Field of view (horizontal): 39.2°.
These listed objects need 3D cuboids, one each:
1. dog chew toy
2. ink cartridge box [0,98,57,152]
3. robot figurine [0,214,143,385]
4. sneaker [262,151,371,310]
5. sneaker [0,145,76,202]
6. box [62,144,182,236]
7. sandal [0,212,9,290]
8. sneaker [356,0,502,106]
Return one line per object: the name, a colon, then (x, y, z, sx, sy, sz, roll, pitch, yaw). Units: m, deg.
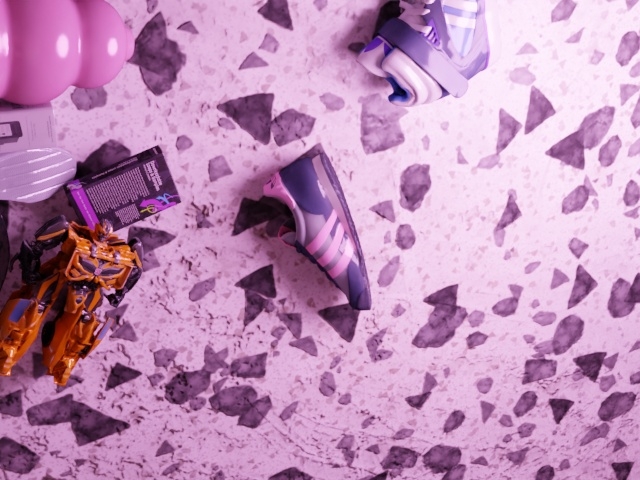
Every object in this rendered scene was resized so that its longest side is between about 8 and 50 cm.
dog chew toy: (-0.417, -0.272, 1.212, 0.332, 0.207, 0.206, -5, 115, -29)
ink cartridge box: (-0.462, -0.170, 1.284, 0.151, 0.109, 0.063, -9, 118, -20)
robot figurine: (-0.401, 0.093, 1.425, 0.211, 0.085, 0.291, 18, 114, -41)
sneaker: (0.000, 0.000, 1.574, 0.131, 0.112, 0.318, -18, 117, 5)
sneaker: (-0.484, -0.105, 1.310, 0.258, 0.091, 0.094, -13, 124, -46)
box: (-0.310, -0.074, 1.420, 0.162, 0.029, 0.116, -24, 140, -10)
sandal: (-0.583, 0.135, 1.329, 0.168, 0.107, 0.445, 27, 85, -39)
sneaker: (0.156, -0.368, 1.441, 0.236, 0.130, 0.322, -29, 126, -13)
